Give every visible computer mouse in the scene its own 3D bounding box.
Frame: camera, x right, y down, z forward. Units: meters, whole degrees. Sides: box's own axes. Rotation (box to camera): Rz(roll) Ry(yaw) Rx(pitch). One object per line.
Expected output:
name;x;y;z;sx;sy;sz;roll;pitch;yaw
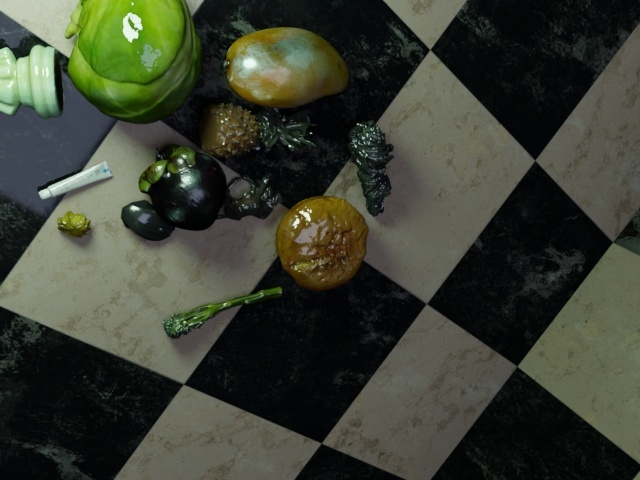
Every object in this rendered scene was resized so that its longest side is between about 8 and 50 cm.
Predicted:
computer mouse;-0.484;-0.050;1.973;0.172;0.057;0.099;30;100;-36

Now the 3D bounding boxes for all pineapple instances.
pineapple;-0.164;-0.318;1.980;0.364;0.165;0.165;-8;117;-34

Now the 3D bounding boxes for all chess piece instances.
chess piece;-0.764;-0.370;1.633;0.298;0.176;0.176;-2;114;-13

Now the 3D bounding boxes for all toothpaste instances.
toothpaste;-0.651;-0.155;1.853;0.190;0.031;0.048;-26;120;-19

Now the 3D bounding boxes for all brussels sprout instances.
brussels sprout;-0.434;-0.467;1.677;0.276;0.315;0.371;3;107;-54

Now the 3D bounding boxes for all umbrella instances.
umbrella;0.177;-0.217;2.195;0.128;0.154;0.336;-42;129;-27

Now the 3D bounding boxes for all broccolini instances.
broccolini;-0.302;0.229;2.207;0.392;0.079;0.074;-13;160;-23

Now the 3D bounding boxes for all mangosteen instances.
mangosteen;-0.371;-0.147;1.901;0.243;0.243;0.243;-12;118;-23

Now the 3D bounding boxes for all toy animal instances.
toy animal;-0.221;-0.113;2.071;0.233;0.084;0.148;-22;123;-22

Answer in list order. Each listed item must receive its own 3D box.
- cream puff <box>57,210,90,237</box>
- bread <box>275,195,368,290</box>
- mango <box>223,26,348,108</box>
cream puff;-0.664;-0.041;1.880;0.083;0.058;0.083;-34;126;-8
bread;-0.002;0.005;2.197;0.312;0.172;0.312;-9;112;-24
mango;-0.081;-0.467;1.903;0.384;0.221;0.199;-2;152;-32
